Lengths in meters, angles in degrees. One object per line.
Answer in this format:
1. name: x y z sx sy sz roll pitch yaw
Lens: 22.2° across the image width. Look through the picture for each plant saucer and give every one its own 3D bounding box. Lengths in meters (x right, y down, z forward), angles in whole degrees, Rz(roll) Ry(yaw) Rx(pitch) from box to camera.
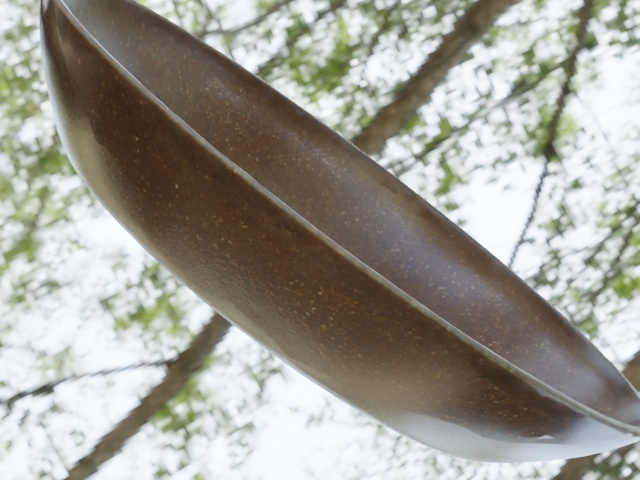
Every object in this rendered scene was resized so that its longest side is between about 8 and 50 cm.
1. plant saucer: 0.000 0.000 0.434 0.198 0.198 0.036 42 -80 25
